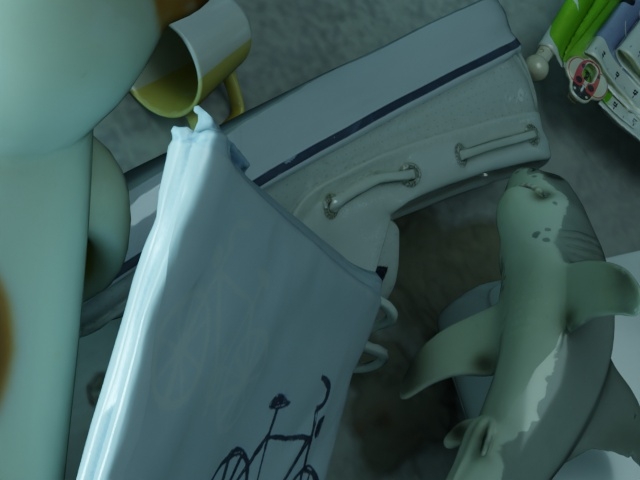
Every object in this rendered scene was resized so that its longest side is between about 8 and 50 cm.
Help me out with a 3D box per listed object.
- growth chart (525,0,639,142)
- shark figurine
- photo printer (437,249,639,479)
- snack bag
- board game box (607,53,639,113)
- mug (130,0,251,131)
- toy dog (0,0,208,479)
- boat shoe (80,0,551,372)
[{"bbox_3d":[0.246,-0.098,1.253,0.237,0.021,0.172,34,56,-11],"label":"growth chart"},{"bbox_3d":[0.103,0.105,0.984,0.116,0.166,0.278,32,81,-30],"label":"shark figurine"},{"bbox_3d":[0.224,0.152,1.094,0.256,0.107,0.307,-11,74,-19],"label":"photo printer"},{"bbox_3d":[-0.045,0.146,0.822,0.037,0.323,0.342,14,82,16],"label":"snack bag"},{"bbox_3d":[0.305,-0.066,1.298,0.259,0.030,0.136,38,59,-8],"label":"board game box"},{"bbox_3d":[-0.072,-0.103,1.111,0.062,0.078,0.064,27,42,24],"label":"mug"},{"bbox_3d":[-0.196,-0.013,0.748,0.284,0.395,0.408,14,94,-12],"label":"toy dog"},{"bbox_3d":[-0.004,0.002,1.061,0.367,0.136,0.156,-30,95,-41],"label":"boat shoe"}]
